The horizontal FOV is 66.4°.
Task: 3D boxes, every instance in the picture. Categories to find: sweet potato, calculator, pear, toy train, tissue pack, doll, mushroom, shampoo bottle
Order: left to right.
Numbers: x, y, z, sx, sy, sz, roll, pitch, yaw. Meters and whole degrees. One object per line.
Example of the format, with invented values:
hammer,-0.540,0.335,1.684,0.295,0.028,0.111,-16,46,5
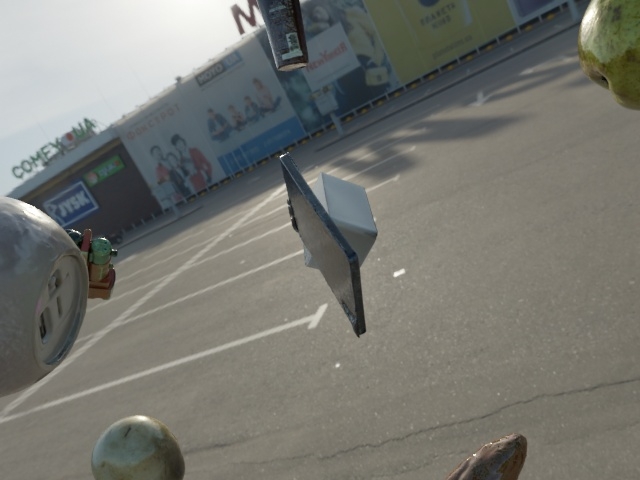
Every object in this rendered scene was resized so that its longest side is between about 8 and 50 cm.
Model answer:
doll,-0.320,0.029,0.331,0.287,0.151,0.151,7,11,-5
toy train,-0.257,0.027,0.535,0.103,0.064,0.044,123,149,-46
mushroom,-0.316,0.385,0.857,0.166,0.166,0.127,-24,6,16
shampoo bottle,-0.077,-0.423,0.858,0.068,0.236,0.067,-18,11,-32
calculator,0.000,0.000,0.695,0.021,0.161,0.261,-21,46,-12
tissue pack,0.043,-0.043,1.293,0.246,0.136,0.159,-99,30,-54
sweet potato,0.243,0.409,0.785,0.251,0.097,0.097,-52,13,2
pear,0.633,-0.385,0.891,0.304,0.304,0.304,-26,12,6
